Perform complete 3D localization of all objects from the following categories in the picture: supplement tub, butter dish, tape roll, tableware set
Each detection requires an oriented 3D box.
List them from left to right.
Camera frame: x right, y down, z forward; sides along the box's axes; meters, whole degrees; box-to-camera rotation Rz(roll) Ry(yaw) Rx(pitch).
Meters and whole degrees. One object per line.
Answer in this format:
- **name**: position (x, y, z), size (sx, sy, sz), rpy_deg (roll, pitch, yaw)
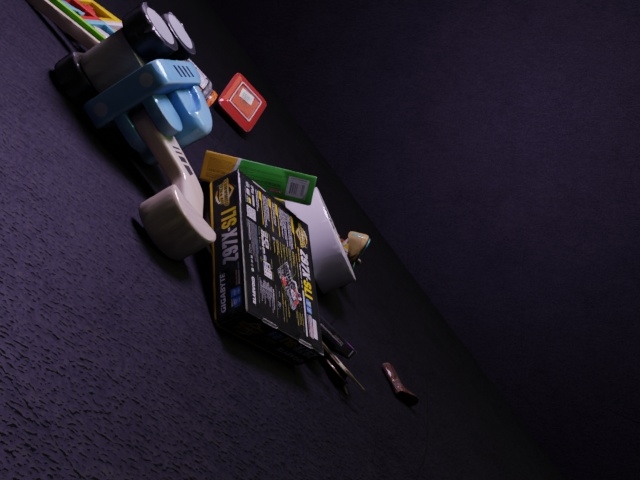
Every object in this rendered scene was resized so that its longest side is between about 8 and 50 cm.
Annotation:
- **supplement tub**: position (-0.388, -0.449, 1.908), size (0.190, 0.117, 0.117), rpy_deg (46, 13, -27)
- **butter dish**: position (-0.295, -0.472, 2.370), size (0.160, 0.118, 0.160), rpy_deg (45, 57, -28)
- **tape roll**: position (0.000, 0.000, 1.873), size (0.286, 0.100, 0.286), rpy_deg (-24, 90, -87)
- **tableware set**: position (0.008, 0.253, 1.472), size (0.194, 0.039, 0.128), rpy_deg (51, -5, -32)

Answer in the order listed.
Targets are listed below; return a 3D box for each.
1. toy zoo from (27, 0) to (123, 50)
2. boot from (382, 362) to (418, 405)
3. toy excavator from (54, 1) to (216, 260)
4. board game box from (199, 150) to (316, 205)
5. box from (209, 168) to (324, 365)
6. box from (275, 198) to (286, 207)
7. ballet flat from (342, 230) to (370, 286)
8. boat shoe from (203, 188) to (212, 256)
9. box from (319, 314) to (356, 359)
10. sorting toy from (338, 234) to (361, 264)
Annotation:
- **toy zoo**: position (-0.525, -0.506, 1.596), size (0.192, 0.030, 0.293), rpy_deg (39, 19, -2)
- **boot**: position (0.218, 0.394, 1.868), size (0.106, 0.037, 0.114), rpy_deg (45, 8, -39)
- **toy excavator**: position (-0.309, -0.211, 1.330), size (0.445, 0.222, 0.433), rpy_deg (58, 12, -9)
- **board game box**: position (-0.144, -0.142, 1.565), size (0.242, 0.064, 0.316), rpy_deg (13, 3, -7)
- **box**: position (-0.105, 0.054, 1.329), size (0.257, 0.079, 0.322), rpy_deg (40, 34, -49)
- **box**: position (-0.155, -0.148, 2.070), size (0.105, 0.043, 0.179), rpy_deg (54, 14, 15)
- **ballet flat**: position (0.083, 0.051, 2.060), size (0.073, 0.232, 0.080), rpy_deg (23, 45, 0)
- **boat shoe**: position (-0.208, -0.027, 1.426), size (0.081, 0.069, 0.227), rpy_deg (37, 18, -50)
- **box**: position (-0.001, 0.198, 1.525), size (0.162, 0.029, 0.116), rpy_deg (46, -13, -20)
- **sorting toy**: position (0.042, -0.014, 2.325), size (0.208, 0.038, 0.193), rpy_deg (41, 2, -46)
